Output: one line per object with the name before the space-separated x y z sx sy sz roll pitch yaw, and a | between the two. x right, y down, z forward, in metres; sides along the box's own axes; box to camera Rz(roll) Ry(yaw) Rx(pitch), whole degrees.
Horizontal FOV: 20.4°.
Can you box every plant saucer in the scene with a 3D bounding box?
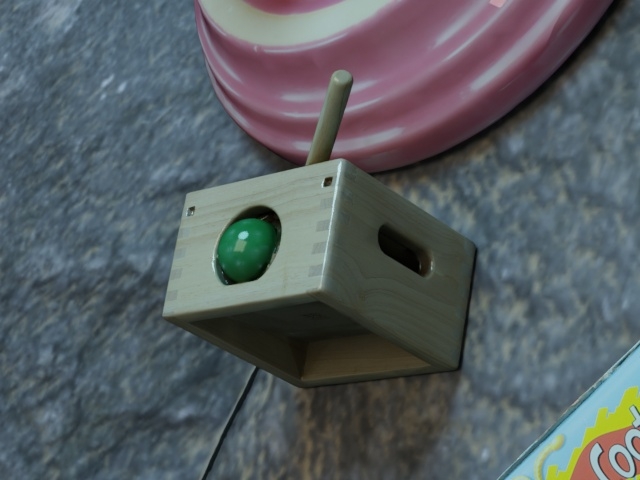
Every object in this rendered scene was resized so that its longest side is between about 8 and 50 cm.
plant saucer | 0.041 -0.203 1.020 0.332 0.084 0.332 -24 52 34

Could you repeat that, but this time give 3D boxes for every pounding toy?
pounding toy | 0.000 0.000 0.897 0.130 0.141 0.100 -11 60 40

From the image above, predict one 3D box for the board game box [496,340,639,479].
board game box | 0.201 0.158 0.610 0.142 0.144 0.275 -46 43 15
